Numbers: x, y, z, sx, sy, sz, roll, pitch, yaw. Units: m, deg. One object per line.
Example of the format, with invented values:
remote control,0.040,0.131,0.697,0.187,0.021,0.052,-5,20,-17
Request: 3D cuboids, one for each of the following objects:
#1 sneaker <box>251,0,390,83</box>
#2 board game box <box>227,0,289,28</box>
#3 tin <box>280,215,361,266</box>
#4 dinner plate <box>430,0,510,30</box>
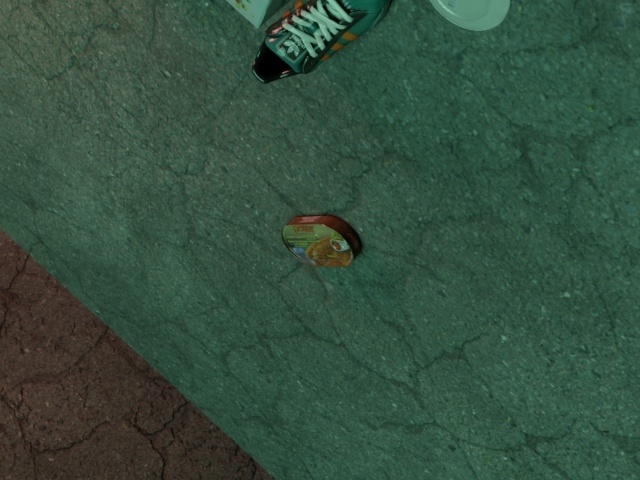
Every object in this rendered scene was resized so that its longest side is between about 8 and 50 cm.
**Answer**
sneaker,-0.004,-0.313,1.598,0.108,0.121,0.302,47,149,-7
board game box,-0.118,-0.464,1.440,0.303,0.224,0.097,42,149,3
tin,0.000,0.000,2.073,0.190,0.040,0.106,0,134,49
dinner plate,0.191,-0.340,1.443,0.141,0.017,0.141,31,149,21
